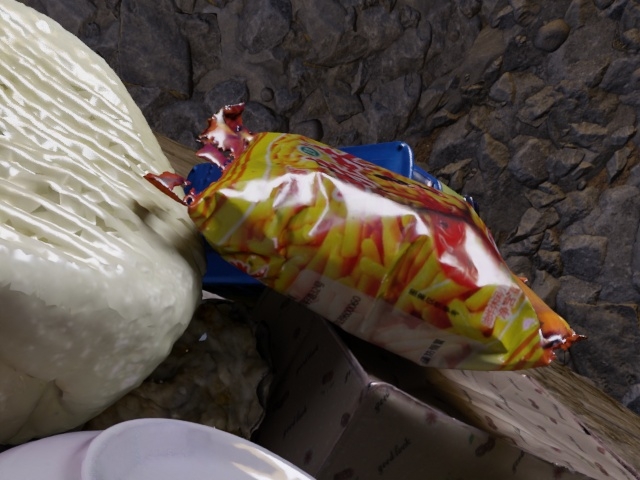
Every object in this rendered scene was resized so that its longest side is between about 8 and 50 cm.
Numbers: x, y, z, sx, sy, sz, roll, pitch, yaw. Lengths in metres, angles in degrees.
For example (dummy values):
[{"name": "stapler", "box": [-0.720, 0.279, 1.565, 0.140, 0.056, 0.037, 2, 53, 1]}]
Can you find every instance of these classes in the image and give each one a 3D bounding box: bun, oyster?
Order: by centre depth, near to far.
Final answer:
[{"name": "bun", "box": [-0.255, -0.009, 0.479, 0.349, 0.227, 0.352, 38, 27, -9]}, {"name": "oyster", "box": [-0.101, 0.123, 0.544, 0.081, 0.163, 0.191, 44, 19, -49]}]

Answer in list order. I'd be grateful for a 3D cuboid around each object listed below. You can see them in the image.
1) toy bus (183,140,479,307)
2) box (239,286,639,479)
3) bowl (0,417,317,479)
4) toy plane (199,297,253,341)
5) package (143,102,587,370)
[{"name": "toy bus", "box": [0.000, 0.000, 0.813, 0.288, 0.138, 0.175, -2, -19, 38]}, {"name": "box", "box": [0.068, 0.180, 0.620, 0.297, 0.190, 0.225, 25, 10, -24]}, {"name": "bowl", "box": [-0.059, 0.178, 0.330, 0.287, 0.143, 0.287, 28, 6, -4]}, {"name": "toy plane", "box": [-0.046, 0.123, 0.838, 0.256, 0.101, 0.251, 12, -27, -10]}, {"name": "package", "box": [0.031, 0.004, 0.556, 0.288, 0.108, 0.223, 23, 14, -2]}]
